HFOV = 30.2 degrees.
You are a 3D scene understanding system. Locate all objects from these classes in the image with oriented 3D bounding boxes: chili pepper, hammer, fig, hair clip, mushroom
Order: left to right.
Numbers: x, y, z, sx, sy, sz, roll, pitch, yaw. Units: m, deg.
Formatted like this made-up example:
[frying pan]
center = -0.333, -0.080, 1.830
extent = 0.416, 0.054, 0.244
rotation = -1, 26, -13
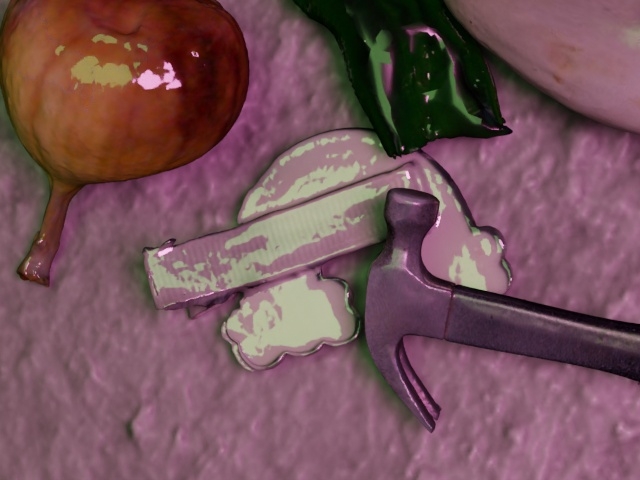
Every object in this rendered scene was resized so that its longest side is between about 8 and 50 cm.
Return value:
[fig]
center = -0.152, -0.077, 0.757
extent = 0.160, 0.143, 0.231
rotation = 40, 91, 10
[hair clip]
center = 0.000, 0.000, 0.753
extent = 0.220, 0.054, 0.140
rotation = -19, 71, 9
[chili pepper]
center = 0.039, -0.143, 0.759
extent = 0.098, 0.061, 0.224
rotation = -30, 68, -14
[mushroom]
center = 0.148, -0.145, 0.708
extent = 0.270, 0.103, 0.118
rotation = 35, 73, 21
[hammer]
center = 0.166, 0.066, 0.686
extent = 0.290, 0.037, 0.137
rotation = 13, 106, 10
